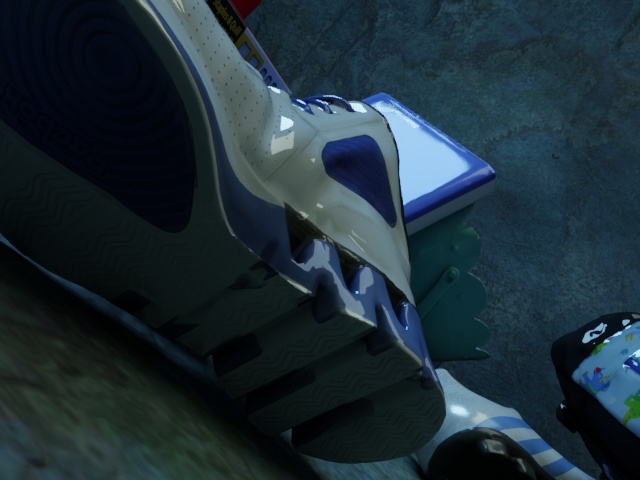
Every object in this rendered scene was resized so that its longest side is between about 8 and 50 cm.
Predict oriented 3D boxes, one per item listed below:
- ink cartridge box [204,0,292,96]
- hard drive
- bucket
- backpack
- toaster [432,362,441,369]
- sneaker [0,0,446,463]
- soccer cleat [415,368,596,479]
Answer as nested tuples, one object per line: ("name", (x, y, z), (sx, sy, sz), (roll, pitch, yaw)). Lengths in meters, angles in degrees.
("ink cartridge box", (-0.150, -0.199, 0.854), (0.130, 0.272, 0.309), (42, 2, 12))
("hard drive", (0.010, -0.060, 0.882), (0.210, 0.318, 0.040), (43, -32, 37))
("bucket", (0.113, 0.038, 1.024), (0.281, 0.183, 0.281), (-7, 90, -83))
("backpack", (0.416, 0.228, 0.733), (0.290, 0.273, 0.355), (56, 10, -14))
("toaster", (0.120, 0.163, 1.309), (0.168, 0.110, 0.185), (42, 0, 3))
("sneaker", (-0.046, -0.037, 0.419), (0.315, 0.127, 0.182), (50, 27, -28))
("soccer cleat", (0.216, 0.242, 0.789), (0.331, 0.116, 0.143), (41, 16, -26))
